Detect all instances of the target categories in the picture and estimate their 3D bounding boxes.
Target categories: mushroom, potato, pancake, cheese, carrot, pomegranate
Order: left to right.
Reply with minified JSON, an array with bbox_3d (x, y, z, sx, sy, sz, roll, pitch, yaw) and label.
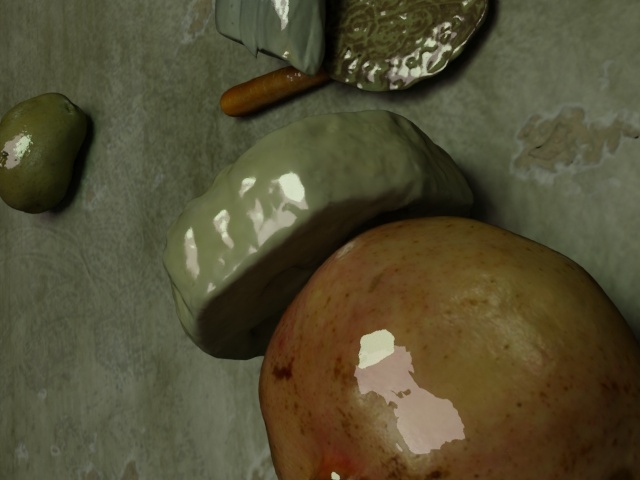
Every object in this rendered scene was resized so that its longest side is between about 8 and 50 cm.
[{"bbox_3d":[-0.453,-0.144,1.391,0.194,0.157,0.157,-49,52,5],"label":"potato"},{"bbox_3d":[-0.036,-0.204,1.100,0.247,0.043,0.043,-14,71,36],"label":"carrot"},{"bbox_3d":[-0.026,-0.365,1.026,0.159,0.122,0.329,17,94,14],"label":"mushroom"},{"bbox_3d":[0.000,0.000,0.875,0.115,0.326,0.318,63,158,24],"label":"cheese"},{"bbox_3d":[0.087,-0.269,0.993,0.235,0.029,0.212,29,92,36],"label":"pancake"},{"bbox_3d":[0.097,0.147,0.703,0.338,0.338,0.338,-11,73,39],"label":"pomegranate"}]
